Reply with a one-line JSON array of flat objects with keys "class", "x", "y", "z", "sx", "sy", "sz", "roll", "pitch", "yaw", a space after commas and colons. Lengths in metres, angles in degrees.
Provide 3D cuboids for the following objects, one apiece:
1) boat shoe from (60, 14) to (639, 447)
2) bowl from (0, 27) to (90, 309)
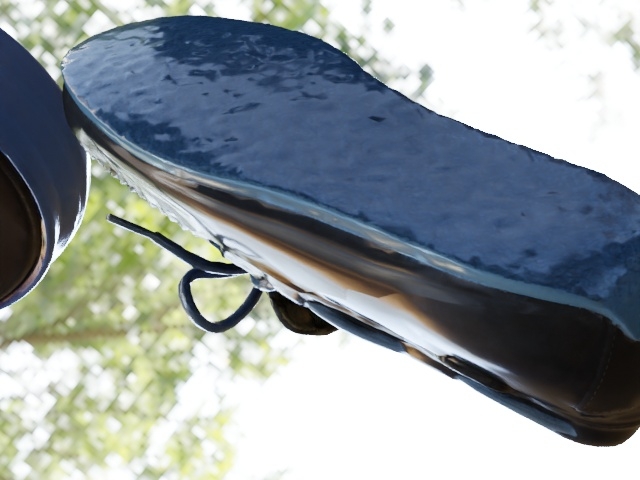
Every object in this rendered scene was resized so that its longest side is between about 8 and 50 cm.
[{"class": "boat shoe", "x": 0.000, "y": 0.000, "z": 0.611, "sx": 0.109, "sy": 0.089, "sz": 0.258, "roll": -31, "pitch": -137, "yaw": -28}, {"class": "bowl", "x": -0.372, "y": -0.065, "z": 1.365, "sx": 0.391, "sy": 0.391, "sz": 0.077, "roll": -26, "pitch": -140, "yaw": 42}]
